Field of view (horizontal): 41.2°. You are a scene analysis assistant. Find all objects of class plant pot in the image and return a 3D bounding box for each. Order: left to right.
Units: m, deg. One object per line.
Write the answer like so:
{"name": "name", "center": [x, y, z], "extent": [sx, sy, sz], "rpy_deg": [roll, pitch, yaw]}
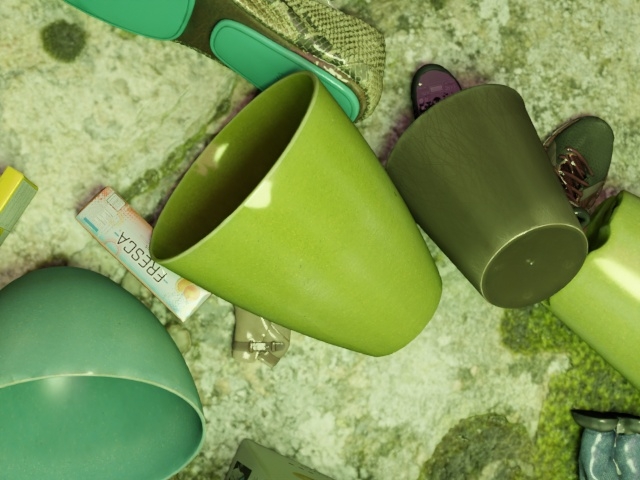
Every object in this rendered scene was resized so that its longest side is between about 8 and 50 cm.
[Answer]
{"name": "plant pot", "center": [-0.282, 0.145, 0.937], "extent": [0.290, 0.290, 0.196], "rpy_deg": [-6, 51, -12]}
{"name": "plant pot", "center": [0.000, 0.000, 1.008], "extent": [0.293, 0.274, 0.275], "rpy_deg": [40, 79, -23]}
{"name": "plant pot", "center": [0.434, 0.077, 1.089], "extent": [0.253, 0.276, 0.276], "rpy_deg": [34, 80, 5]}

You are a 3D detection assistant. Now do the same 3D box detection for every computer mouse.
{"name": "computer mouse", "center": [0.168, -0.117, 1.146], "extent": [0.071, 0.041, 0.242], "rpy_deg": [-10, 95, -3]}

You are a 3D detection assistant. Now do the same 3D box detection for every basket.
{"name": "basket", "center": [0.201, -0.045, 0.994], "extent": [0.204, 0.227, 0.154], "rpy_deg": [-40, 133, 15]}

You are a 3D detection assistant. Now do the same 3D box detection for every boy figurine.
{"name": "boy figurine", "center": [0.392, 0.373, 1.127], "extent": [0.177, 0.092, 0.285], "rpy_deg": [2, 86, -12]}

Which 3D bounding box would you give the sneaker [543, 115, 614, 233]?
{"name": "sneaker", "center": [0.325, -0.054, 1.105], "extent": [0.106, 0.162, 0.281], "rpy_deg": [37, 80, -7]}

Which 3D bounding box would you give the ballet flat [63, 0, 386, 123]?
{"name": "ballet flat", "center": [-0.131, -0.307, 1.052], "extent": [0.482, 0.164, 0.182], "rpy_deg": [24, 60, -15]}

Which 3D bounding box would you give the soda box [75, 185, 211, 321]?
{"name": "soda box", "center": [-0.214, 0.018, 1.042], "extent": [0.183, 0.063, 0.058], "rpy_deg": [45, 80, -5]}

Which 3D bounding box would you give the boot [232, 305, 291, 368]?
{"name": "boot", "center": [-0.092, 0.108, 1.074], "extent": [0.118, 0.042, 0.087], "rpy_deg": [22, 89, -3]}

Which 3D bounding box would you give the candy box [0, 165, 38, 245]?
{"name": "candy box", "center": [-0.400, 0.012, 0.984], "extent": [0.027, 0.105, 0.206], "rpy_deg": [32, 80, -8]}

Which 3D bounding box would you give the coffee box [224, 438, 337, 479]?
{"name": "coffee box", "center": [0.013, 0.462, 0.919], "extent": [0.337, 0.334, 0.338], "rpy_deg": [26, 82, -8]}
